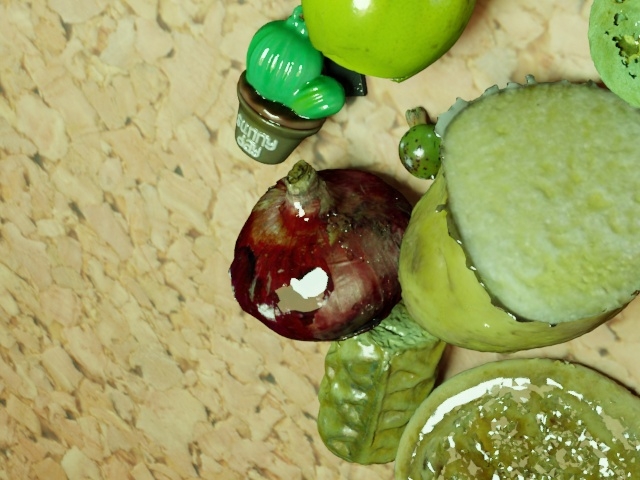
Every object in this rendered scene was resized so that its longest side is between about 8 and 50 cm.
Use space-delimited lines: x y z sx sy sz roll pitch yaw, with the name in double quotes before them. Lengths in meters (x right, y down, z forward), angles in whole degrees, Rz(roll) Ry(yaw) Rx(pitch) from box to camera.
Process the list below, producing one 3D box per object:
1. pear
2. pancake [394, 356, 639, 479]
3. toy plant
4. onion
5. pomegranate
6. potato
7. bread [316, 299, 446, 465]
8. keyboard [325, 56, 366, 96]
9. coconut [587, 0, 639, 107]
"pear" 0.077 -0.280 1.078 0.187 0.187 0.220 30 112 13
"pancake" 0.285 0.331 1.306 0.382 0.071 0.382 1 92 20
"toy plant" -0.037 -0.186 1.253 0.143 0.105 0.200 40 127 17
"onion" 0.000 0.000 1.259 0.252 0.252 0.219 1 129 33
"pomegranate" 0.121 -0.114 1.219 0.073 0.073 0.084 -28 101 41
"potato" 0.228 0.002 1.125 0.288 0.301 0.237 -1 151 -1
"bread" 0.075 0.201 1.415 0.152 0.130 0.268 19 128 10
"keyboard" 0.020 -0.245 1.240 0.053 0.010 0.155 6 121 31
"coconut" 0.324 -0.188 1.020 0.158 0.055 0.133 26 124 39
